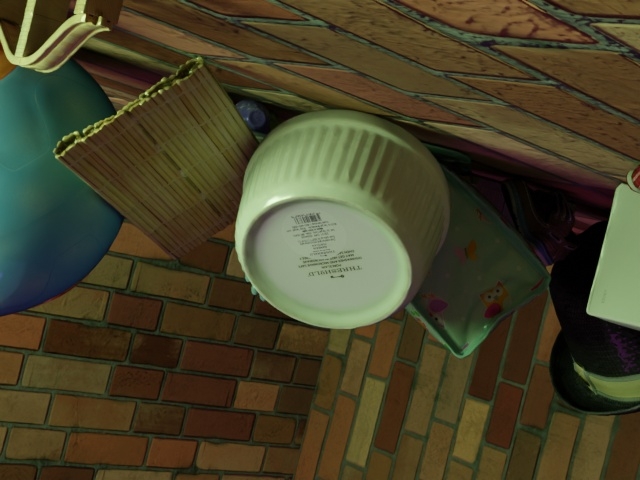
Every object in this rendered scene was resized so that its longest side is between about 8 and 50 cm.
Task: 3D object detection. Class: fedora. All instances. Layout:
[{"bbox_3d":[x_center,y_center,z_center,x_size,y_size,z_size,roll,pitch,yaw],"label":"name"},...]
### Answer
[{"bbox_3d":[0.391,0.067,1.521,0.152,0.334,0.334,51,167,-17],"label":"fedora"}]

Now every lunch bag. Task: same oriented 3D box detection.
[{"bbox_3d":[0.121,-0.016,1.332,0.262,0.160,0.223,49,-175,5],"label":"lunch bag"}]

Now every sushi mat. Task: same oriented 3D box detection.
[{"bbox_3d":[-0.131,-0.068,1.152,0.019,0.151,0.316,61,-178,21],"label":"sushi mat"}]

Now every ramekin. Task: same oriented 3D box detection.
[{"bbox_3d":[0.015,-0.010,1.140,0.207,0.207,0.109,14,-138,5],"label":"ramekin"}]

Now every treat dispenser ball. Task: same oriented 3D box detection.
[{"bbox_3d":[-0.333,-0.067,1.188,0.288,0.288,0.288,14,180,0],"label":"treat dispenser ball"}]

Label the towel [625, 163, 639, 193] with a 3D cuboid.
[{"bbox_3d":[0.353,-0.023,0.842,0.237,0.037,0.329,15,180,5],"label":"towel"}]

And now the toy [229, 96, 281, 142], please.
[{"bbox_3d":[-0.092,-0.124,1.296,0.137,0.056,0.237,13,175,-27],"label":"toy"}]

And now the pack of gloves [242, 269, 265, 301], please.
[{"bbox_3d":[-0.056,-0.024,1.543,0.046,0.232,0.195,-5,-171,-35],"label":"pack of gloves"}]

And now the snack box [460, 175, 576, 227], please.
[{"bbox_3d":[0.201,-0.043,1.560,0.207,0.070,0.174,13,180,-13],"label":"snack box"}]

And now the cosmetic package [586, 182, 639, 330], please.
[{"bbox_3d":[0.400,0.041,1.228,0.224,0.138,0.224,14,-179,15],"label":"cosmetic package"}]

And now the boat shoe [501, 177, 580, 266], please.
[{"bbox_3d":[0.262,-0.030,1.407,0.066,0.066,0.183,-22,151,13],"label":"boat shoe"}]

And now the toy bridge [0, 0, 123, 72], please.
[{"bbox_3d":[-0.182,-0.144,0.791,0.026,0.063,0.188,14,180,-35],"label":"toy bridge"}]
